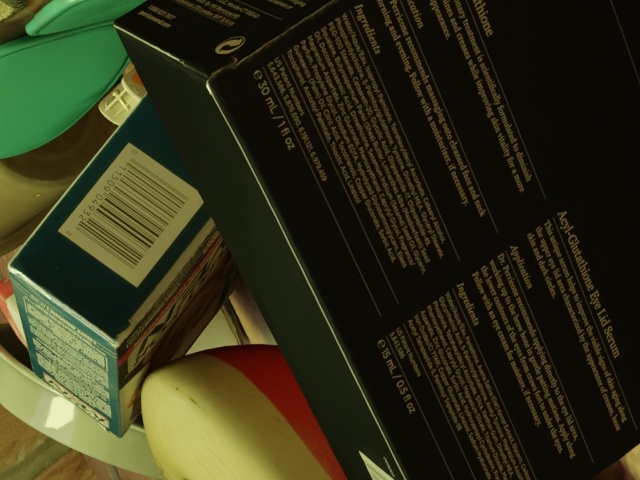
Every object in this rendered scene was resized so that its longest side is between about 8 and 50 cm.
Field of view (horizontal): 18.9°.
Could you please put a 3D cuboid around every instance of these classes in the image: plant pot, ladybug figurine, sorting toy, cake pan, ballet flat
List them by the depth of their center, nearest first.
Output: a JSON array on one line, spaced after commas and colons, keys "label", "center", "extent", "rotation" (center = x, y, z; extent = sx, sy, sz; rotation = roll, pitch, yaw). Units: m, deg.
[{"label": "ballet flat", "center": [-0.190, -0.195, 1.314], "extent": [0.483, 0.164, 0.182], "rotation": [149, 104, -69]}, {"label": "ladybug figurine", "center": [0.024, 0.227, 1.466], "extent": [0.449, 0.162, 0.305], "rotation": [44, 162, 35]}, {"label": "sorting toy", "center": [-0.124, -0.100, 1.480], "extent": [0.075, 0.045, 0.083], "rotation": [47, 160, -7]}, {"label": "plant pot", "center": [-0.294, -0.111, 1.658], "extent": [0.229, 0.263, 0.263], "rotation": [-7, 118, 53]}, {"label": "cake pan", "center": [-0.212, 0.169, 1.966], "extent": [0.293, 0.054, 0.293], "rotation": [23, -174, -3]}]

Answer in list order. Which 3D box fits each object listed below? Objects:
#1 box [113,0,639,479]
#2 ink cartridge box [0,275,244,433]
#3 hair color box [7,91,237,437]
[{"label": "box", "center": [0.059, -0.019, 0.798], "extent": [0.103, 0.184, 0.261], "rotation": [36, 155, 57]}, {"label": "ink cartridge box", "center": [-0.194, 0.071, 1.821], "extent": [0.218, 0.158, 0.092], "rotation": [32, 151, 57]}, {"label": "hair color box", "center": [-0.148, 0.031, 1.527], "extent": [0.105, 0.174, 0.347], "rotation": [36, 164, 5]}]
